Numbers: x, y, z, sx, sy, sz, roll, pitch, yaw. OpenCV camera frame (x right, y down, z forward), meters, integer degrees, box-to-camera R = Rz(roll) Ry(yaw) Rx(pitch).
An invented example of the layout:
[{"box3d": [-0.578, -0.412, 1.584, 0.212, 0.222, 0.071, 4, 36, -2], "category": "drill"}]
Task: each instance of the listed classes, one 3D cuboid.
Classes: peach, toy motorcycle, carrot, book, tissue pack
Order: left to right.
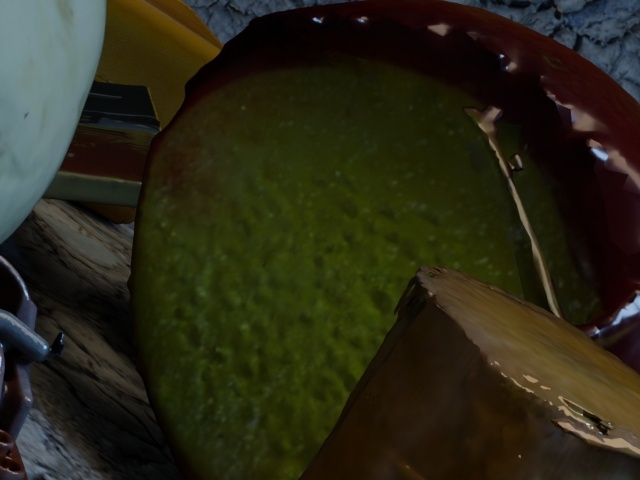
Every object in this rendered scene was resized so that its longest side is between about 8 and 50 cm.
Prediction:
[{"box3d": [-0.158, 0.075, 0.829, 0.084, 0.118, 0.212, 23, 13, -25], "category": "toy motorcycle"}, {"box3d": [-0.241, -0.084, 1.371, 0.262, 0.028, 0.374, 7, 13, -10], "category": "book"}, {"box3d": [-0.237, -0.159, 1.694, 0.274, 0.194, 0.145, 30, 14, -38], "category": "tissue pack"}, {"box3d": [0.048, 0.160, 0.741, 0.196, 0.254, 0.196, 32, 8, -5], "category": "carrot"}, {"box3d": [0.080, 0.051, 1.163, 0.310, 0.335, 0.406, 24, 29, -52], "category": "peach"}]

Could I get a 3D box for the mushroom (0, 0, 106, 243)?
[{"box3d": [-0.292, -0.128, 1.079, 0.336, 0.314, 0.314, 8, -3, 20], "category": "mushroom"}]
